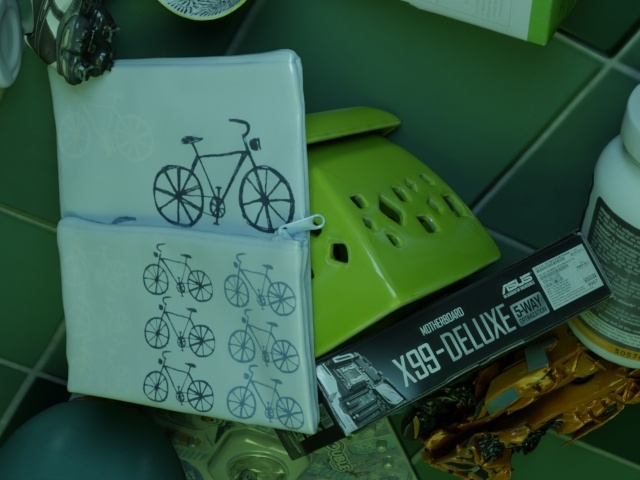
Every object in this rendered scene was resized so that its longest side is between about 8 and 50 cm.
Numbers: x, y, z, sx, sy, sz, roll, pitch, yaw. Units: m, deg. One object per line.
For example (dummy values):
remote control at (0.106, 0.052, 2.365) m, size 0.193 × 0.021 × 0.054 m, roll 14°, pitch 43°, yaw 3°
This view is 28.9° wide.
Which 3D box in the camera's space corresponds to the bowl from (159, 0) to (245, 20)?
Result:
bowl at (-0.078, -0.272, 1.043) m, size 0.170 × 0.080 × 0.170 m, roll 11°, pitch 108°, yaw 38°

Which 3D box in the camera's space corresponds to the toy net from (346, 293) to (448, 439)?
toy net at (0.079, 0.124, 1.439) m, size 0.122 × 0.045 × 0.232 m, roll -14°, pitch 132°, yaw -33°

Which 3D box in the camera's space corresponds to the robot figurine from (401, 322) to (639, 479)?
robot figurine at (0.237, 0.202, 1.479) m, size 0.211 × 0.085 × 0.291 m, roll 27°, pitch 127°, yaw -36°

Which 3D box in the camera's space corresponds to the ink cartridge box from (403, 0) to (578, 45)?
ink cartridge box at (0.097, -0.294, 1.027) m, size 0.255 × 0.097 × 0.189 m, roll 22°, pitch 139°, yaw 21°

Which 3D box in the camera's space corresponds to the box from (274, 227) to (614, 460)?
box at (0.110, 0.111, 1.250) m, size 0.307 × 0.076 × 0.242 m, roll -25°, pitch 172°, yaw -18°

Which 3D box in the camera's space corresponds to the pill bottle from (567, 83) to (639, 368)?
pill bottle at (0.338, -0.016, 1.224) m, size 0.162 × 0.162 × 0.278 m, roll 4°, pitch 135°, yaw 0°

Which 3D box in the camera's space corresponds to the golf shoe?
golf shoe at (-0.222, -0.241, 1.106) m, size 0.094 × 0.077 × 0.198 m, roll 28°, pitch 115°, yaw 22°

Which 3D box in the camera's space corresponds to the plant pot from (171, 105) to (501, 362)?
plant pot at (0.000, 0.000, 1.206) m, size 0.228 × 0.227 × 0.207 m, roll -35°, pitch 81°, yaw 32°

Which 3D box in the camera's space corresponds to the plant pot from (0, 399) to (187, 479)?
plant pot at (-0.286, 0.336, 1.497) m, size 0.293 × 0.235 × 0.293 m, roll 3°, pitch 134°, yaw 3°

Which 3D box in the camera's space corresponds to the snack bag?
snack bag at (-0.134, -0.008, 1.144) m, size 0.323 × 0.037 × 0.343 m, roll 5°, pitch 101°, yaw 37°

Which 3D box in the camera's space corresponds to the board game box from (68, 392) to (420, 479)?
board game box at (-0.084, 0.308, 1.651) m, size 0.390 × 0.050 × 0.390 m, roll -12°, pitch 132°, yaw 16°

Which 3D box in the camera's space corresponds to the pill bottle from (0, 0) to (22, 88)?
pill bottle at (-0.372, -0.190, 1.156) m, size 0.169 × 0.094 × 0.094 m, roll 2°, pitch 134°, yaw 3°
